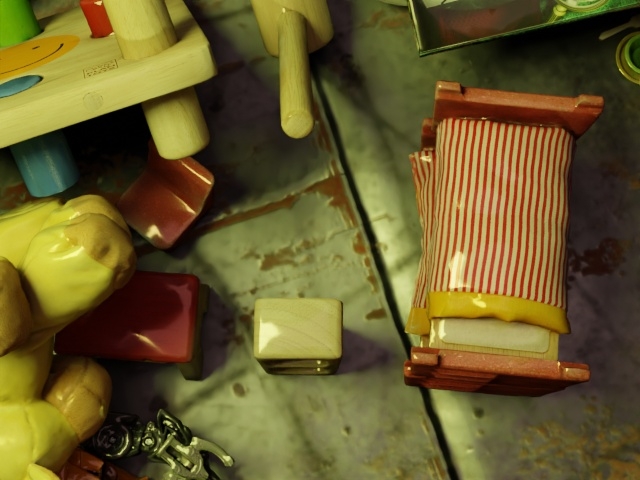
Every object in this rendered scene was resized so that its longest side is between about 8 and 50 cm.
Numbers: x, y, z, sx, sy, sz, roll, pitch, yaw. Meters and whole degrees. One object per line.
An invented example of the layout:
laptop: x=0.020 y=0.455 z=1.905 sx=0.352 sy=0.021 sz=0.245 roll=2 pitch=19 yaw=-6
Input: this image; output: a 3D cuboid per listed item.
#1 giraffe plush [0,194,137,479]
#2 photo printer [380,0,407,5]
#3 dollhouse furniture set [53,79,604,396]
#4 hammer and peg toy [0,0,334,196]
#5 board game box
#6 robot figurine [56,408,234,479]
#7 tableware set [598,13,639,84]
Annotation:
giraffe plush: x=-0.201 y=0.085 z=0.666 sx=0.210 sy=0.181 sz=0.171 roll=-22 pitch=107 yaw=-10
photo printer: x=0.159 y=-0.325 z=0.850 sx=0.307 sy=0.107 sz=0.256 roll=-5 pitch=77 yaw=-1
dollhouse furniture set: x=0.000 y=0.000 z=0.751 sx=0.374 sy=0.152 sz=0.201 roll=4 pitch=77 yaw=1
hammer and peg toy: x=-0.159 y=-0.134 z=0.729 sx=0.361 sy=0.266 sz=0.127 roll=-19 pitch=116 yaw=-5
board game box: x=0.184 y=-0.230 z=0.767 sx=0.259 sy=0.030 sz=0.136 roll=-12 pitch=92 yaw=-1
robot figurine: x=-0.096 y=0.248 z=0.729 sx=0.291 sy=0.085 sz=0.211 roll=26 pitch=78 yaw=5
tableware set: x=0.310 y=-0.135 z=0.849 sx=0.104 sy=0.024 sz=0.154 roll=-27 pitch=78 yaw=-6
